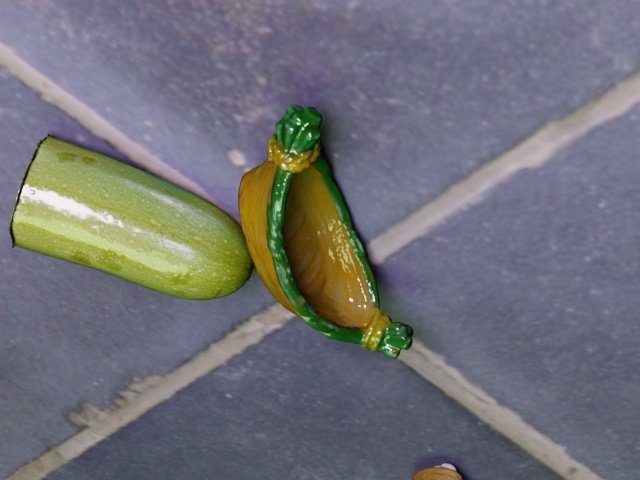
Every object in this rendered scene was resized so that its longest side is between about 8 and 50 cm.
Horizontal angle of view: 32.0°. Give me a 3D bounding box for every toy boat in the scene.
[{"bbox_3d":[0.000,0.000,0.816,0.088,0.089,0.230,3,135,36],"label":"toy boat"}]

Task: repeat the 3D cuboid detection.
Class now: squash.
[{"bbox_3d":[-0.137,-0.010,0.860,0.188,0.095,0.095,18,138,-6],"label":"squash"}]

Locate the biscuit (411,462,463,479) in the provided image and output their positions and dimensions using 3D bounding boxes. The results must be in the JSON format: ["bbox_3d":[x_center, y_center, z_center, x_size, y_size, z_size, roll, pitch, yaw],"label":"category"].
[{"bbox_3d":[0.175,0.301,1.117,0.240,0.035,0.158,31,139,-13],"label":"biscuit"}]
